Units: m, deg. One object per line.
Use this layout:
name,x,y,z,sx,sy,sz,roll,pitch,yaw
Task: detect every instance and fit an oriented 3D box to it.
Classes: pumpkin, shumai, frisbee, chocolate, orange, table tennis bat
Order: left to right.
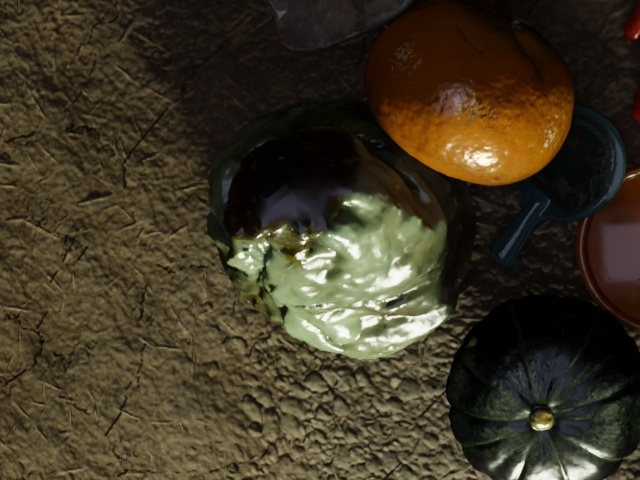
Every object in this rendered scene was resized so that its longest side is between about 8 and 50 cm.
shumai,0.000,0.000,1.391,0.309,0.263,0.303,-8,94,16
chocolate,0.008,-0.360,1.399,0.185,0.100,0.303,-19,83,23
orange,0.157,-0.157,1.346,0.224,0.224,0.170,32,110,9
pumpkin,0.244,0.166,1.402,0.221,0.162,0.220,3,104,14
table tennis bat,0.252,-0.055,1.430,0.124,0.033,0.201,41,108,22
frisbee,0.374,0.008,1.407,0.192,0.035,0.192,2,96,25

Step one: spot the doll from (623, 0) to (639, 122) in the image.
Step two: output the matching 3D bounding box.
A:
doll,0.420,-0.266,1.321,0.200,0.105,0.336,26,110,37
